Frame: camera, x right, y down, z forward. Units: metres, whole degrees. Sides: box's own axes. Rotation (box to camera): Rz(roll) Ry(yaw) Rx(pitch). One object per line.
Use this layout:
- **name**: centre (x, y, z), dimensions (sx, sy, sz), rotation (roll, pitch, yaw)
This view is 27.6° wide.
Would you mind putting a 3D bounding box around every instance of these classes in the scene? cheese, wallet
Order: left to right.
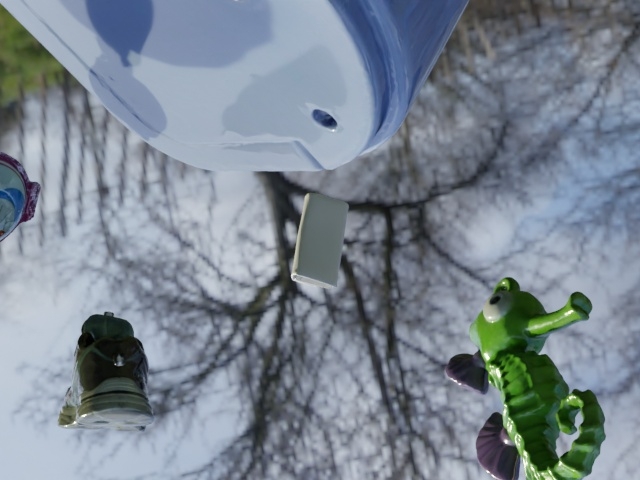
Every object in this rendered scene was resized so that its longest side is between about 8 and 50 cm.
- **cheese**: centre (-0.277, -0.028, 0.973), dimensions (0.145, 0.095, 0.038), rotation (-4, -147, -40)
- **wallet**: centre (0.000, 0.000, 1.665), dimensions (0.061, 0.122, 0.025), rotation (14, 153, -11)

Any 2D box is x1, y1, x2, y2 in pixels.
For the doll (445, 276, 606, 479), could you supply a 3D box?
- **doll**: centre (0.134, 0.089, 0.821), dimensions (0.050, 0.115, 0.190), rotation (21, -148, -21)

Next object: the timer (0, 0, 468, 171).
- **timer**: centre (-0.064, -0.214, 0.848), dimensions (0.395, 0.395, 0.173), rotation (4, -125, 46)

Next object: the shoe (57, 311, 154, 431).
- **shoe**: centre (-0.175, 0.106, 1.070), dimensions (0.071, 0.099, 0.169), rotation (3, 169, -17)
